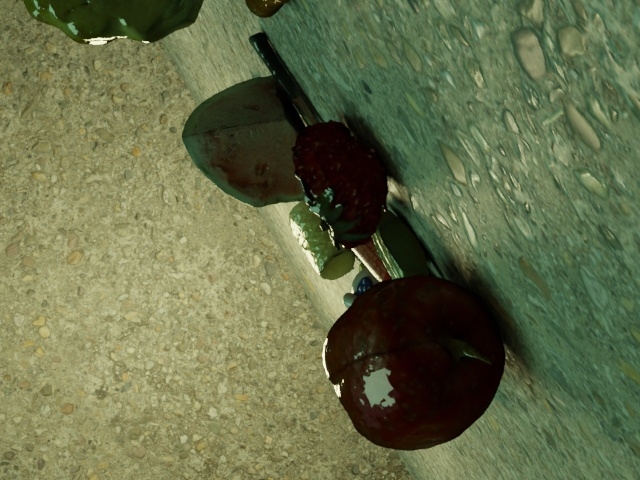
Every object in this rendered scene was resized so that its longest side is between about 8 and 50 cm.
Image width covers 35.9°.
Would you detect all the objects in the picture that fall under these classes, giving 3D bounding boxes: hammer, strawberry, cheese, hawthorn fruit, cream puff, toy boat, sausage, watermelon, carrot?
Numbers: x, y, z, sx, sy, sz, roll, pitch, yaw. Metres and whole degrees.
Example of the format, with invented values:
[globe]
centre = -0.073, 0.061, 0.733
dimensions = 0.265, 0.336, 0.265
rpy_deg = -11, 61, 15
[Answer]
[hammer]
centre = -0.044, -0.250, 1.717
dimensions = 0.287, 0.033, 0.111
rpy_deg = 58, 172, 16
[strawberry]
centre = 0.044, -0.107, 1.474
dimensions = 0.190, 0.111, 0.236
rpy_deg = 52, -158, -36
[cheese]
centre = 0.000, 0.000, 2.210
dimensions = 0.167, 0.094, 0.123
rpy_deg = 56, 174, 29
[hawthorn fruit]
centre = 0.129, 0.163, 1.376
dimensions = 0.258, 0.258, 0.261
rpy_deg = 55, 161, 33
[cream puff]
centre = -0.253, -0.422, 1.294
dimensions = 0.291, 0.324, 0.257
rpy_deg = 32, -160, -11
[toy boat]
centre = 0.120, 0.016, 1.533
dimensions = 0.066, 0.065, 0.172
rpy_deg = 98, 149, -63
[sausage]
centre = 0.122, 0.047, 1.617
dimensions = 0.274, 0.074, 0.074
rpy_deg = 53, 170, 45
[watermelon]
centre = -0.097, -0.172, 1.783
dimensions = 0.176, 0.256, 0.260
rpy_deg = 10, 143, 40
[carrot]
centre = -0.071, -0.351, 1.382
dimensions = 0.060, 0.060, 0.186
rpy_deg = 60, 171, -9

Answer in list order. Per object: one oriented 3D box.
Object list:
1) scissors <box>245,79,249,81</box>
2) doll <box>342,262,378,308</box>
[scissors]
centre = -0.120, -0.272, 2.213
dimensions = 0.160, 0.024, 0.317
rpy_deg = 57, 173, 6
[doll]
centre = 0.107, 0.120, 1.673
dimensions = 0.293, 0.138, 0.119
rpy_deg = -90, -2, -60
